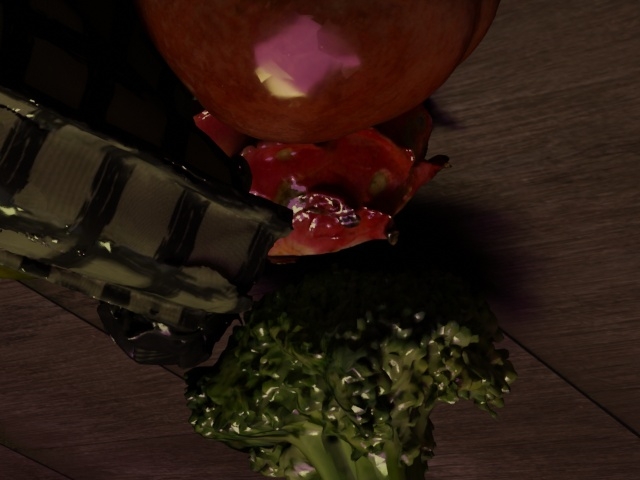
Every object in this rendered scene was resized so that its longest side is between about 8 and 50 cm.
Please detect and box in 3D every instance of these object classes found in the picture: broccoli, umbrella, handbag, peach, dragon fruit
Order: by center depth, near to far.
[{"bbox_3d":[-0.017,-0.168,0.953,0.232,0.232,0.257,28,144,-29],"label":"peach"},{"bbox_3d":[-0.201,-0.120,1.021,0.327,0.325,0.162,25,121,-35],"label":"handbag"},{"bbox_3d":[-0.030,-0.073,1.210,0.274,0.161,0.126,14,156,1],"label":"dragon fruit"},{"bbox_3d":[0.036,0.154,1.503,0.277,0.317,0.338,-11,-160,-42],"label":"broccoli"},{"bbox_3d":[-0.153,0.037,1.503,0.154,0.128,0.336,1,160,2],"label":"umbrella"}]

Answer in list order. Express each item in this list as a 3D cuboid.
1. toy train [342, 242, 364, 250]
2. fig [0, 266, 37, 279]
[{"bbox_3d":[0.000,0.000,1.490,0.092,0.029,0.045,0,159,21],"label":"toy train"},{"bbox_3d":[-0.240,-0.054,1.322,0.181,0.181,0.191,-9,171,37],"label":"fig"}]
